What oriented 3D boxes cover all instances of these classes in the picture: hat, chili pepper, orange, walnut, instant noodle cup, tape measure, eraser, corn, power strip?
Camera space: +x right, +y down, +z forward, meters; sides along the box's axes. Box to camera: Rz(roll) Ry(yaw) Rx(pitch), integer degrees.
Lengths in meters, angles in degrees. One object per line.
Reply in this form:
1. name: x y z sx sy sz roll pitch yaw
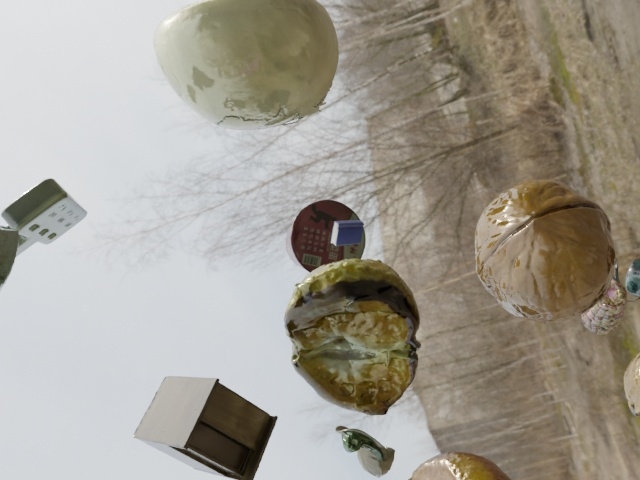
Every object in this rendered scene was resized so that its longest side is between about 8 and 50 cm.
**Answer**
1. hat: 0.122 0.658 1.707 0.166 0.174 0.144 148 131 -68
2. chili pepper: 0.062 0.332 0.894 0.055 0.035 0.118 38 174 42
3. orange: 0.065 0.180 1.160 0.210 0.271 0.368 -94 -1 -56
4. walnut: 0.268 0.014 0.662 0.207 0.168 0.167 43 -149 -59
5. walnut: 0.670 0.247 1.028 0.238 0.204 0.141 15 -127 -48
6. instant noodle cup: 0.000 0.000 1.690 0.234 0.235 0.178 70 162 -3
7. tape measure: 0.769 0.077 1.397 0.107 0.104 0.180 50 174 -34
8. eraser: 0.071 -0.021 1.458 0.027 0.085 0.063 32 120 50
9. corn: 0.688 0.165 1.329 0.280 0.092 0.092 44 -150 -61
10. power strip: -0.616 -0.034 1.188 0.059 0.194 0.265 50 166 -4

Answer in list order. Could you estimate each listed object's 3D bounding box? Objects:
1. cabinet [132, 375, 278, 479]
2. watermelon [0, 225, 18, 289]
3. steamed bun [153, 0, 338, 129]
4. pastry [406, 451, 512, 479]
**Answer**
1. cabinet: -0.233 0.378 1.124 0.175 0.215 0.148 42 -124 -28
2. watermelon: -0.625 0.040 0.811 0.258 0.228 0.387 52 -176 -27
3. steamed bun: -0.133 -0.322 1.031 0.312 0.334 0.232 -44 -57 -67
4. pastry: 0.330 0.688 1.336 0.164 0.356 0.355 37 -150 -27
